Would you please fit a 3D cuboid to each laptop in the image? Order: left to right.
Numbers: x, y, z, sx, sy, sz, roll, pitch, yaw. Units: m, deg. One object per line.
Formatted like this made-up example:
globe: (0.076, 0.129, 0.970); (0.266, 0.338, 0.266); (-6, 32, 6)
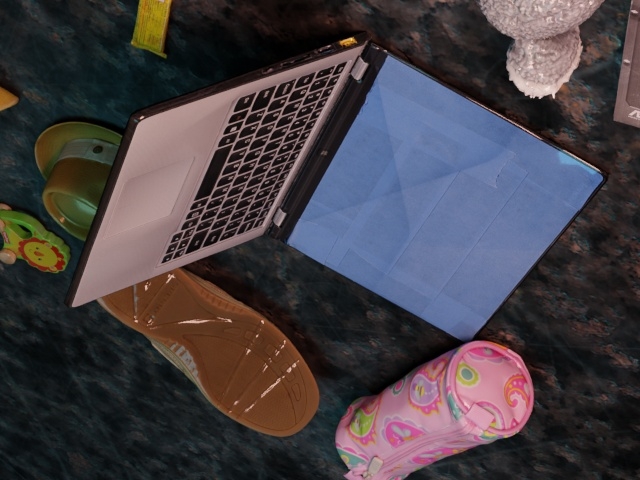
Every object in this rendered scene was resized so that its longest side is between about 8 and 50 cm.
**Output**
laptop: (0.000, 0.000, 1.721); (0.236, 0.408, 0.382); (59, 150, 18)

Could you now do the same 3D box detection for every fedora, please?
fedora: (-0.257, -0.051, 1.970); (0.194, 0.079, 0.194); (19, 145, 14)

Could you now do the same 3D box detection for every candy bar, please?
candy bar: (-0.165, -0.237, 1.714); (0.040, 0.018, 0.161); (23, 146, 3)

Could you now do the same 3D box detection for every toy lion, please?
toy lion: (-0.366, 0.002, 2.167); (0.096, 0.034, 0.100); (9, 142, 16)

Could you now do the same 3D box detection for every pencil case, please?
pencil case: (0.127, 0.209, 1.992); (0.124, 0.124, 0.284); (38, 145, -13)

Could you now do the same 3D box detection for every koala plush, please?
koala plush: (0.183, -0.235, 1.277); (0.203, 0.221, 0.196); (15, 143, 20)

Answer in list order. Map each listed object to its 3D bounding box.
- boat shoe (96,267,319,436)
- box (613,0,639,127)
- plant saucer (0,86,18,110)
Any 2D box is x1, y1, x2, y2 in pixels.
boat shoe: (-0.140, 0.108, 2.082); (0.341, 0.121, 0.110); (42, 180, -18)
box: (0.366, -0.146, 1.409); (0.231, 0.056, 0.183); (18, 143, 16)
plant saucer: (-0.567, -0.107, 1.952); (0.333, 0.333, 0.081); (-14, 102, 46)
